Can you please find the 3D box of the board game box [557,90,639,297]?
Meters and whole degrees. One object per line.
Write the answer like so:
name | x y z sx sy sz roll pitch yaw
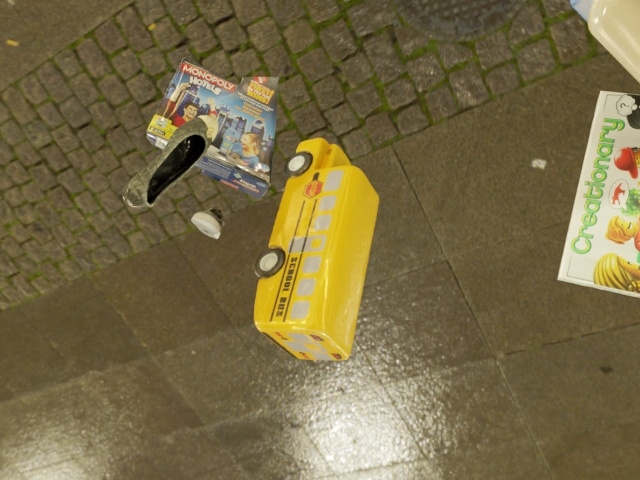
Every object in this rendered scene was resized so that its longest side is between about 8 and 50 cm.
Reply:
board game box | 0.498 -0.067 0.830 0.193 0.053 0.305 12 88 22

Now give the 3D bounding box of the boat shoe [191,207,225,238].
boat shoe | -0.183 -0.035 0.906 0.049 0.142 0.040 27 79 -5

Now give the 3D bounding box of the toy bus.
toy bus | 0.000 0.000 0.799 0.130 0.332 0.108 -6 145 30

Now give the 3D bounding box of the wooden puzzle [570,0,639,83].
wooden puzzle | 0.385 -0.336 0.665 0.322 0.347 0.081 18 161 -36

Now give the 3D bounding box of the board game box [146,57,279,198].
board game box | -0.146 -0.194 0.857 0.194 0.194 0.060 24 153 -14

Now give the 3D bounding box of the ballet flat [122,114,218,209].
ballet flat | -0.184 -0.100 0.706 0.049 0.173 0.057 18 148 31
